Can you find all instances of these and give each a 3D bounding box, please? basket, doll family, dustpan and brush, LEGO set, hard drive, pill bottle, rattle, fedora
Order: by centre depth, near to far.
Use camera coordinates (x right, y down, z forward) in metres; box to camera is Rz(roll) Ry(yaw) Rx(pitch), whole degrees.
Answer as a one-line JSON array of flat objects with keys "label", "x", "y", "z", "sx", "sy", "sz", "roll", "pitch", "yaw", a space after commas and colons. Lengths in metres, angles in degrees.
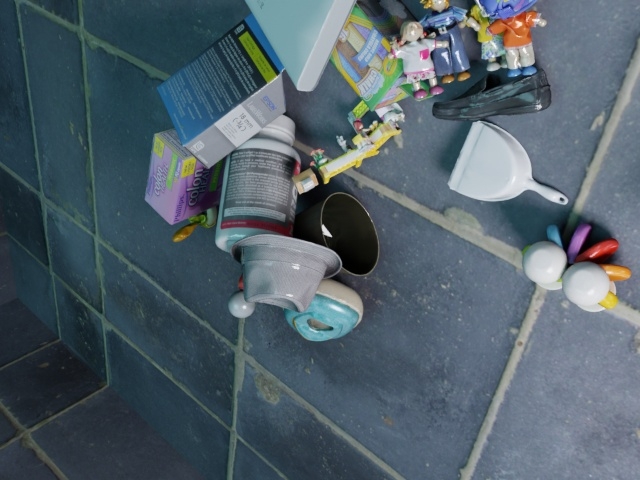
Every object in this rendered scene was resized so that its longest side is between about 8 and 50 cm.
[{"label": "doll family", "x": 0.244, "y": -0.360, "z": 1.126, "sx": 0.263, "sy": 0.118, "sz": 0.163, "roll": -10, "pitch": 124, "yaw": 15}, {"label": "dustpan and brush", "x": 0.359, "y": -0.118, "z": 1.226, "sx": 0.211, "sy": 0.060, "sz": 0.147, "roll": 37, "pitch": 120, "yaw": 34}, {"label": "hard drive", "x": -0.052, "y": -0.500, "z": 1.317, "sx": 0.233, "sy": 0.047, "sz": 0.353, "roll": -60, "pitch": 43, "yaw": 38}, {"label": "LEGO set", "x": 0.052, "y": -0.218, "z": 1.409, "sx": 0.287, "sy": 0.132, "sz": 0.107, "roll": -34, "pitch": 79, "yaw": 26}, {"label": "fedora", "x": -0.085, "y": 0.085, "z": 1.423, "sx": 0.275, "sy": 0.244, "sz": 0.124, "roll": 155, "pitch": 128, "yaw": -65}, {"label": "pill bottle", "x": -0.139, "y": -0.130, "z": 1.525, "sx": 0.176, "sy": 0.176, "sz": 0.318, "roll": -13, "pitch": 66, "yaw": 47}, {"label": "basket", "x": 0.000, "y": 0.000, "z": 1.568, "sx": 0.227, "sy": 0.154, "sz": 0.204, "roll": -11, "pitch": 114, "yaw": 51}, {"label": "rattle", "x": -0.380, "y": -0.117, "z": 1.889, "sx": 0.130, "sy": 0.143, "sz": 0.199, "roll": 49, "pitch": 146, "yaw": 41}]

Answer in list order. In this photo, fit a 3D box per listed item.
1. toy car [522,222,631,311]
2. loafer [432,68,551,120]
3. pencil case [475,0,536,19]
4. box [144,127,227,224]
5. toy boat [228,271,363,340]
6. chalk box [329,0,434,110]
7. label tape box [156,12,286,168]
[{"label": "toy car", "x": 0.454, "y": 0.038, "z": 1.160, "sx": 0.182, "sy": 0.159, "sz": 0.136, "roll": 32, "pitch": 96, "yaw": 30}, {"label": "loafer", "x": 0.304, "y": -0.261, "z": 1.185, "sx": 0.223, "sy": 0.076, "sz": 0.078, "roll": 0, "pitch": 105, "yaw": 40}, {"label": "pencil case", "x": 0.220, "y": -0.463, "z": 1.011, "sx": 0.133, "sy": 0.119, "sz": 0.306, "roll": -46, "pitch": 70, "yaw": 12}, {"label": "box", "x": -0.311, "y": -0.189, "z": 1.699, "sx": 0.117, "sy": 0.243, "sz": 0.213, "roll": 42, "pitch": 134, "yaw": 21}, {"label": "toy boat", "x": -0.064, "y": 0.169, "z": 1.630, "sx": 0.318, "sy": 0.148, "sz": 0.267, "roll": 22, "pitch": 153, "yaw": -7}, {"label": "chalk box", "x": 0.134, "y": -0.345, "z": 1.261, "sx": 0.213, "sy": 0.132, "sz": 0.132, "roll": 54, "pitch": 138, "yaw": 10}, {"label": "label tape box", "x": -0.187, "y": -0.354, "z": 1.490, "sx": 0.334, "sy": 0.106, "sz": 0.240, "roll": -35, "pitch": 53, "yaw": 8}]
